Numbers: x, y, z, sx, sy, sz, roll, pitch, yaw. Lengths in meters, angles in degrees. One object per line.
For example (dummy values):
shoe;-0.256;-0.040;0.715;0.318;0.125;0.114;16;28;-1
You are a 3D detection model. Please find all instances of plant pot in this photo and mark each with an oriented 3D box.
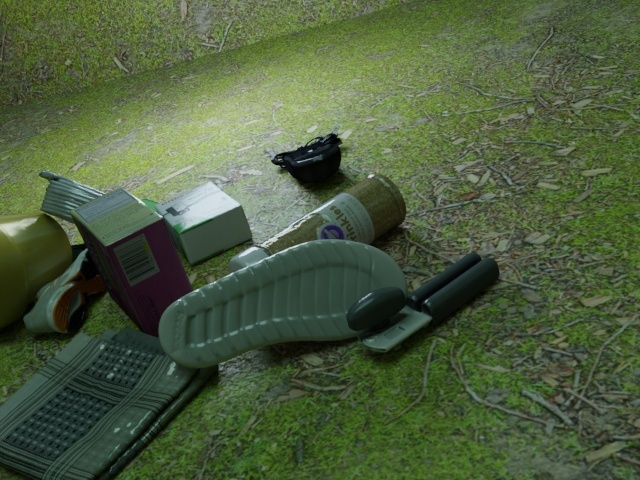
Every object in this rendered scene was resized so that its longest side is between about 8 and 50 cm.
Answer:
plant pot;-0.679;0.047;1.610;0.254;0.253;0.239;1;19;30

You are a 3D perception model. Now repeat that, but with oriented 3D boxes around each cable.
cable;-0.490;-0.057;1.676;0.257;0.257;0.089;19;83;40

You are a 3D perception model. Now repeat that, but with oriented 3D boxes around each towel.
towel;-0.375;0.260;1.242;0.312;0.056;0.324;6;36;37

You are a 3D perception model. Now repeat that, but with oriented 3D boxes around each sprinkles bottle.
sprinkles bottle;0.000;0.000;1.423;0.355;0.121;0.121;-33;32;-27

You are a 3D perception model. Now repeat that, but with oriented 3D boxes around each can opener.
can opener;0.172;0.091;1.210;0.280;0.093;0.074;-27;29;-26

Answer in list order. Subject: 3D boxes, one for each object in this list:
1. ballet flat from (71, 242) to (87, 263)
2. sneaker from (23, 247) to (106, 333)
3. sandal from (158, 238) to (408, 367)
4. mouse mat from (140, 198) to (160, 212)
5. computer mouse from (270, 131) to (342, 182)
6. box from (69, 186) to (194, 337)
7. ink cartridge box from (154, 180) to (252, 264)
ballet flat;-0.520;0.028;1.727;0.189;0.070;0.070;-3;32;18
sneaker;-0.533;0.098;1.576;0.121;0.099;0.262;-12;28;20
sandal;-0.063;0.101;1.262;0.417;0.169;0.102;-11;-7;-7
mouse mat;-0.459;-0.055;1.892;0.153;0.007;0.190;-36;32;-30
computer mouse;-0.012;-0.191;1.831;0.189;0.072;0.272;-22;17;-4
box;-0.360;0.038;1.456;0.117;0.213;0.243;-29;31;-21
ink cartridge box;-0.265;-0.044;1.681;0.153;0.086;0.208;-26;29;-17
